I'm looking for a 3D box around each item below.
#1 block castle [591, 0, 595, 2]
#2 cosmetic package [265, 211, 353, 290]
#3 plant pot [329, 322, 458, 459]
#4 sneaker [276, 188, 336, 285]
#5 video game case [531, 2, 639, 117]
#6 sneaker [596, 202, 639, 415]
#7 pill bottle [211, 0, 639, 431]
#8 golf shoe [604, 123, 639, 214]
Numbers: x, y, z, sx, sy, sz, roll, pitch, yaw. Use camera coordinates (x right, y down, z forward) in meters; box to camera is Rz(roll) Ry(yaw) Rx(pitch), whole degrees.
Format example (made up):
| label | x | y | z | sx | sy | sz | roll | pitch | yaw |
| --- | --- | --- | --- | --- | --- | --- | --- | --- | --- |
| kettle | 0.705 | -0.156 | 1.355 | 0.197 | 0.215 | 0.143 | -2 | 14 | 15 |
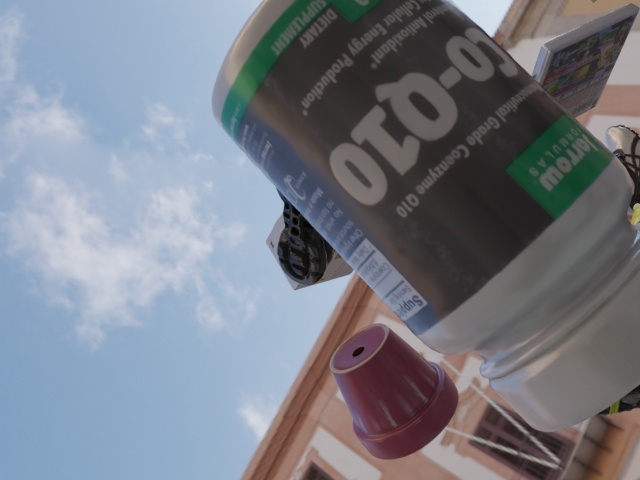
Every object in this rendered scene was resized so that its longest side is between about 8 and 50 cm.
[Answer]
| label | x | y | z | sx | sy | sz | roll | pitch | yaw |
| --- | --- | --- | --- | --- | --- | --- | --- | --- | --- |
| block castle | 0.608 | -0.693 | 1.318 | 0.303 | 0.453 | 0.213 | -45 | -93 | -1 |
| cosmetic package | 0.000 | 0.000 | 1.608 | 0.183 | 0.151 | 0.151 | -14 | -29 | -37 |
| plant pot | 0.119 | 0.258 | 1.232 | 0.201 | 0.201 | 0.180 | -42 | -73 | -20 |
| sneaker | -0.006 | -0.065 | 0.978 | 0.106 | 0.101 | 0.268 | -41 | -31 | -45 |
| video game case | 0.381 | -0.247 | 1.034 | 0.201 | 0.023 | 0.184 | -28 | -33 | -25 |
| sneaker | 0.345 | 0.048 | 0.692 | 0.384 | 0.147 | 0.145 | -35 | -51 | 20 |
| pill bottle | 0.103 | -0.043 | 0.540 | 0.204 | 0.204 | 0.361 | -42 | -97 | -20 |
| golf shoe | 0.580 | -0.141 | 1.312 | 0.093 | 0.077 | 0.198 | 0 | -118 | -23 |
